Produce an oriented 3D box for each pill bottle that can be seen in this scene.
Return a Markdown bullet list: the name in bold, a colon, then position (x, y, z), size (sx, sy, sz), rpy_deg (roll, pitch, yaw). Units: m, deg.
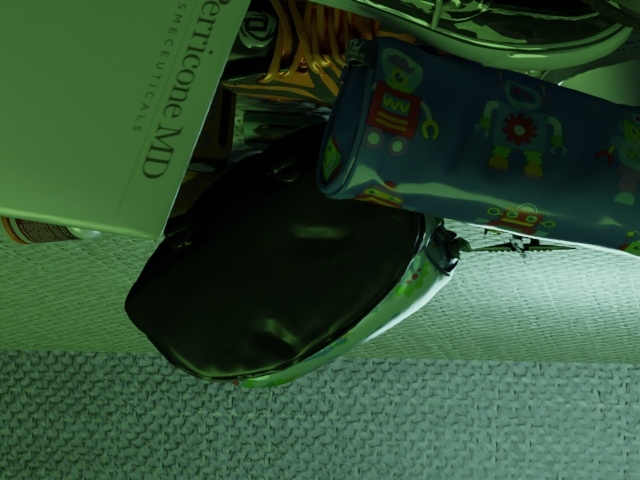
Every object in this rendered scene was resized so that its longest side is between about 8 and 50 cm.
- **pill bottle**: position (-0.303, -0.042, 2.319), size (0.152, 0.086, 0.086), rpy_deg (-4, 166, 33)

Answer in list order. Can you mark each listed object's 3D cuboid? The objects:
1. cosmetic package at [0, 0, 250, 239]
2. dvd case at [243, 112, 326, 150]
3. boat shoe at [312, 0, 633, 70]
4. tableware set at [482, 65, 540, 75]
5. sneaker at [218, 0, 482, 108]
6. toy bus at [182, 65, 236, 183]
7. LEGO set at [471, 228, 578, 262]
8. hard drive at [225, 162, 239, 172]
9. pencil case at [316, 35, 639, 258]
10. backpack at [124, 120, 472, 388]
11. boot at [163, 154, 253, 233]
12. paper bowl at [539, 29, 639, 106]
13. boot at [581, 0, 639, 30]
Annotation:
- **cosmetic package**: position (-0.296, -0.163, 1.304), size (0.453, 0.230, 0.161), rpy_deg (9, -152, -28)
- **dvd case**: position (-0.039, -0.113, 2.088), size (0.087, 0.013, 0.119), rpy_deg (4, 170, -2)
- **boat shoe**: position (0.085, -0.209, 1.383), size (0.306, 0.113, 0.105), rpy_deg (19, 161, -1)
- **tableware set**: position (0.176, -0.150, 1.845), size (0.168, 0.020, 0.141), rpy_deg (0, 168, 12)
- **sneaker**: position (0.012, -0.159, 1.589), size (0.180, 0.125, 0.321), rpy_deg (6, 168, -17)
- **toy bus**: position (-0.190, -0.108, 1.929), size (0.130, 0.108, 0.332), rpy_deg (10, 167, -22)
- **LEGO set**: position (0.321, -0.023, 1.933), size (0.331, 0.192, 0.255), rpy_deg (-1, 174, 17)
- **hard drive**: position (-0.028, -0.041, 2.098), size (0.135, 0.022, 0.094), rpy_deg (3, 133, 19)
- **pencil case**: position (0.147, -0.069, 1.459), size (0.306, 0.133, 0.119), rpy_deg (12, 157, -14)
- **backpack**: position (0.000, 0.000, 1.876), size (0.290, 0.273, 0.355), rpy_deg (-35, -164, 12)
- **boot**: position (-0.078, -0.061, 2.191), size (0.305, 0.112, 0.115), rpy_deg (5, 145, 24)
- **paper bowl**: position (0.323, -0.125, 1.624), size (0.284, 0.148, 0.284), rpy_deg (3, 167, 1)
- **boot**: position (0.229, -0.227, 1.260), size (0.338, 0.118, 0.222), rpy_deg (3, 164, -21)
